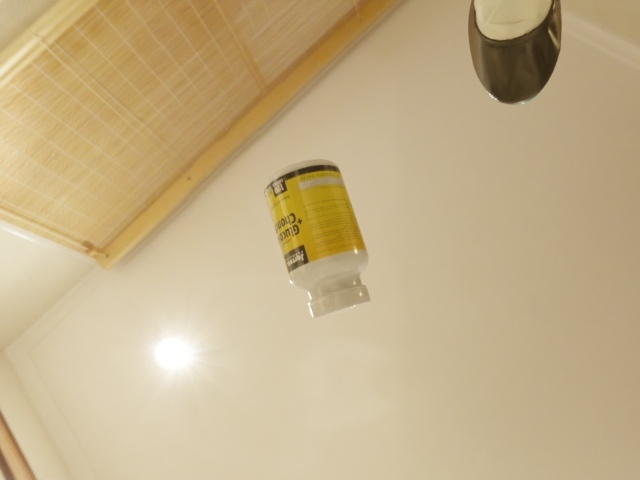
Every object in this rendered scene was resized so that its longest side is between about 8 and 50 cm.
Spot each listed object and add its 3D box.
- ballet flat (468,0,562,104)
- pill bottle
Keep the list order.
[{"bbox_3d":[0.202,-0.288,0.496,0.095,0.096,0.280,0,-102,31],"label":"ballet flat"},{"bbox_3d":[0.000,0.000,0.587,0.103,0.103,0.184,-19,-103,8],"label":"pill bottle"}]
